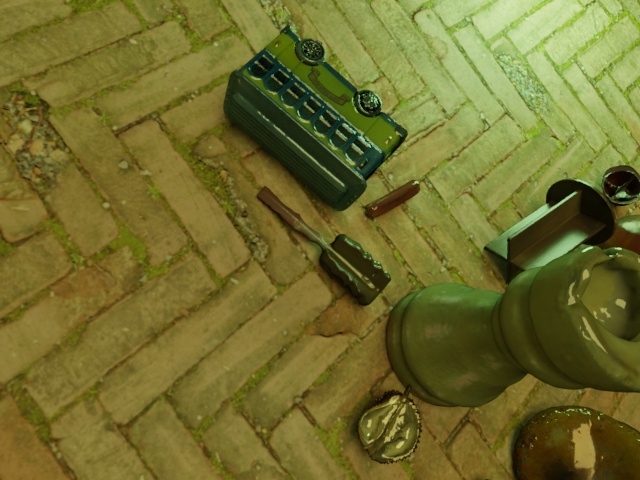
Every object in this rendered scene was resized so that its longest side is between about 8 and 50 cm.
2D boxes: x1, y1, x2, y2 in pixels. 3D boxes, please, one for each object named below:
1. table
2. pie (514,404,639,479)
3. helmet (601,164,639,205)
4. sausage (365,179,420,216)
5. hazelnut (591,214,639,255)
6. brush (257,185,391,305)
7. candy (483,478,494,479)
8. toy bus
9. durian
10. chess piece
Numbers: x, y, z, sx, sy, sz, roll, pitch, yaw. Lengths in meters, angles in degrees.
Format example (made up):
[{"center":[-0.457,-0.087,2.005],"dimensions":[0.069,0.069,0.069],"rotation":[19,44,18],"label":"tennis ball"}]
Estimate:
[{"center":[0.484,-0.008,1.017],"dimensions":[0.226,0.167,0.167],"rotation":[-31,86,-15],"label":"table"},{"center":[0.497,0.439,0.869],"dimensions":[0.273,0.069,0.273],"rotation":[-10,64,22],"label":"pie"},{"center":[0.757,-0.128,1.187],"dimensions":[0.089,0.057,0.111],"rotation":[-5,65,24],"label":"helmet"},{"center":[0.155,-0.088,0.984],"dimensions":[0.147,0.035,0.030],"rotation":[-29,117,-23],"label":"sausage"},{"center":[0.718,0.045,1.063],"dimensions":[0.214,0.176,0.214],"rotation":[-1,99,-5],"label":"hazelnut"},{"center":[0.000,0.000,0.890],"dimensions":[0.301,0.071,0.084],"rotation":[41,69,3],"label":"brush"},{"center":[0.340,0.527,0.857],"dimensions":[0.062,0.058,0.194],"rotation":[-25,92,-15],"label":"candy"},{"center":[-0.011,-0.228,0.904],"dimensions":[0.312,0.152,0.190],"rotation":[40,65,-3],"label":"toy bus"},{"center":[0.122,0.315,0.829],"dimensions":[0.110,0.071,0.140],"rotation":[29,80,-4],"label":"durian"},{"center":[0.299,0.148,0.738],"dimensions":[0.234,0.442,0.234],"rotation":[6,71,-18],"label":"chess piece"}]
